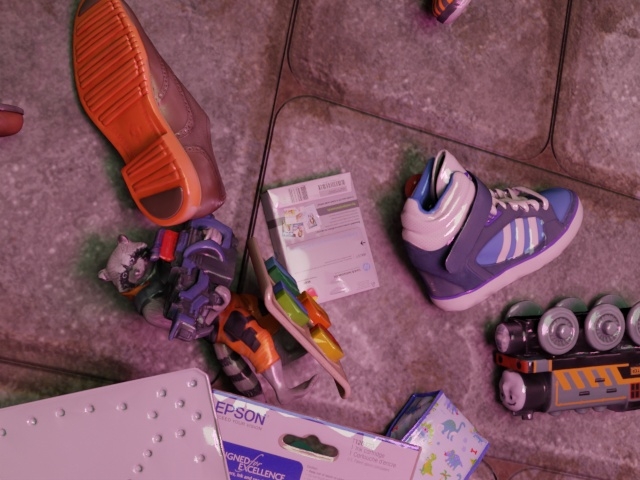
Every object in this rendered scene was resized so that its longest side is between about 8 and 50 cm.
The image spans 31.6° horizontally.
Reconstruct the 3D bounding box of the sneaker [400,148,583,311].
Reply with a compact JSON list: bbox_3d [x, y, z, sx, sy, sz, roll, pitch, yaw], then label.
[{"bbox_3d":[0.267,-0.059,1.775,0.323,0.130,0.236,-34,122,-18],"label":"sneaker"}]

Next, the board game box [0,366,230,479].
[{"bbox_3d":[-0.295,0.390,1.462,0.390,0.050,0.389,-12,88,2],"label":"board game box"}]

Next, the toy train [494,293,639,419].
[{"bbox_3d":[0.436,0.191,1.854,0.334,0.142,0.190,-3,94,-24],"label":"toy train"}]

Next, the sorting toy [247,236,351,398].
[{"bbox_3d":[-0.026,0.102,1.586,0.038,0.193,0.208,-35,115,5],"label":"sorting toy"}]

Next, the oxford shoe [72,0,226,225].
[{"bbox_3d":[-0.246,-0.193,1.630,0.133,0.130,0.363,-13,80,-57],"label":"oxford shoe"}]

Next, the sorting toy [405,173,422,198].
[{"bbox_3d":[0.174,-0.071,1.825,0.061,0.042,0.102,-46,114,-6],"label":"sorting toy"}]

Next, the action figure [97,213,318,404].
[{"bbox_3d":[-0.161,0.116,1.554,0.330,0.341,0.178,36,111,-8],"label":"action figure"}]

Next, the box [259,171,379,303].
[{"bbox_3d":[0.000,0.000,1.735,0.145,0.038,0.186,-15,88,-24],"label":"box"}]

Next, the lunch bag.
[{"bbox_3d":[0.164,0.327,1.733,0.129,0.096,0.151,46,59,-12],"label":"lunch bag"}]

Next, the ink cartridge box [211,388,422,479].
[{"bbox_3d":[-0.048,0.386,1.556,0.304,0.072,0.307,17,87,-5],"label":"ink cartridge box"}]

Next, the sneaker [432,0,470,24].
[{"bbox_3d":[0.188,-0.513,1.854,0.180,0.124,0.321,22,64,-15],"label":"sneaker"}]

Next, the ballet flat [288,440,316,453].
[{"bbox_3d":[-0.031,0.417,1.640,0.083,0.087,0.247,15,77,-21],"label":"ballet flat"}]

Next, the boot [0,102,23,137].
[{"bbox_3d":[-0.487,-0.029,1.495,0.264,0.096,0.280,-19,92,-25],"label":"boot"}]
